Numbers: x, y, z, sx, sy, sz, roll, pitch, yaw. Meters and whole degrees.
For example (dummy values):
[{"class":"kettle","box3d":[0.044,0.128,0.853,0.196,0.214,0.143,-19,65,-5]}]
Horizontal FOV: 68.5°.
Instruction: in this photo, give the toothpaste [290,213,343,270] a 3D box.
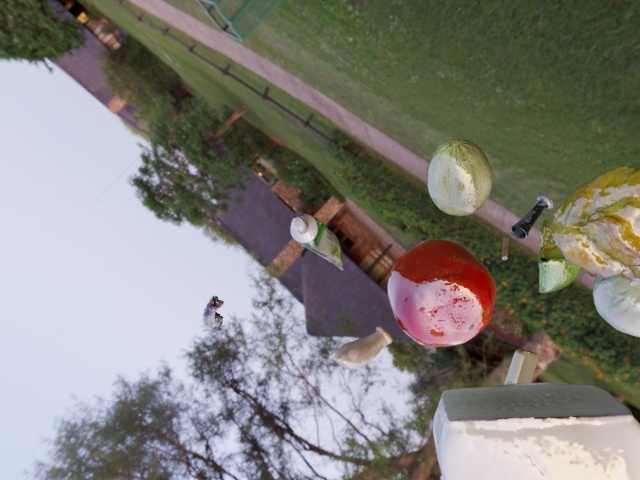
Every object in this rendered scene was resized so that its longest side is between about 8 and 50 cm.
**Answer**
[{"class":"toothpaste","box3d":[0.000,0.000,0.851,0.248,0.047,0.078,34,-141,-69]}]

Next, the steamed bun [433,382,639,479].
[{"class":"steamed bun","box3d":[0.273,0.283,0.606,0.146,0.241,0.164,-12,-85,-79]}]

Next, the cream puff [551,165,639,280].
[{"class":"cream puff","box3d":[0.530,-0.031,0.806,0.244,0.196,0.244,11,152,6]}]

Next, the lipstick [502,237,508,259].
[{"class":"lipstick","box3d":[0.632,0.028,1.606,0.019,0.094,0.019,12,136,12]}]

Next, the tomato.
[{"class":"tomato","box3d":[0.380,0.162,1.496,0.290,0.325,0.293,50,-159,-31]}]

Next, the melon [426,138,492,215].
[{"class":"melon","box3d":[0.305,-0.131,1.035,0.139,0.139,0.192,42,157,49]}]

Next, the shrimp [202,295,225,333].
[{"class":"shrimp","box3d":[-0.320,0.220,1.360,0.082,0.076,0.174,41,148,18]}]

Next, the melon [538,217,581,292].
[{"class":"melon","box3d":[0.699,0.062,1.363,0.129,0.265,0.169,3,119,24]}]

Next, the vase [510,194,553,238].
[{"class":"vase","box3d":[0.692,-0.077,1.537,0.059,0.167,0.059,40,159,19]}]

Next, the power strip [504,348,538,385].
[{"class":"power strip","box3d":[0.403,0.308,0.973,0.076,0.169,0.028,20,177,-41]}]

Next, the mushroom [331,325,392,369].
[{"class":"mushroom","box3d":[0.156,0.416,1.778,0.108,0.247,0.096,66,164,2]}]

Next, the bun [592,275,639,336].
[{"class":"bun","box3d":[1.007,0.157,1.462,0.283,0.283,0.179,43,173,38]}]
